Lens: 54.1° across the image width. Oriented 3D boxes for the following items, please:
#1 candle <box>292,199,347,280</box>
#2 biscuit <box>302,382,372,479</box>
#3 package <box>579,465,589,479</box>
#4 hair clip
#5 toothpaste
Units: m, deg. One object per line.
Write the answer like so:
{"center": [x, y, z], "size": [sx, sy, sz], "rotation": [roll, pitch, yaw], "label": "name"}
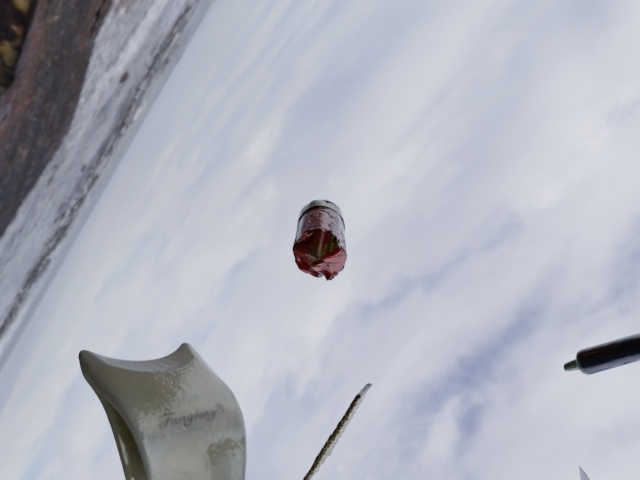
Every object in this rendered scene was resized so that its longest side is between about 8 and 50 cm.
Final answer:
{"center": [0.000, 0.000, 0.606], "size": [0.052, 0.052, 0.130], "rotation": [-55, -169, 15], "label": "candle"}
{"center": [0.032, 0.355, 1.153], "size": [0.203, 0.016, 0.144], "rotation": [-59, 167, 6], "label": "biscuit"}
{"center": [0.387, 0.423, 0.761], "size": [0.062, 0.250, 0.204], "rotation": [-28, 171, 4], "label": "package"}
{"center": [-0.176, 0.248, 0.767], "size": [0.113, 0.173, 0.281], "rotation": [-31, -115, 36], "label": "hair clip"}
{"center": [0.240, 0.077, 0.461], "size": [0.037, 0.021, 0.140], "rotation": [-24, 174, -44], "label": "toothpaste"}
